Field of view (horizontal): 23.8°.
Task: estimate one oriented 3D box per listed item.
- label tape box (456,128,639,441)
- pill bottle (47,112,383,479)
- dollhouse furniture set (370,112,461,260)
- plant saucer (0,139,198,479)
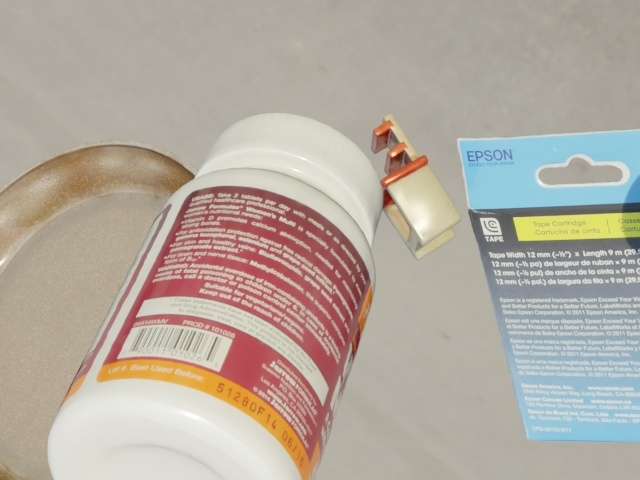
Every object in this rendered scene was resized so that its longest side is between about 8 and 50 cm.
[{"bbox_3d":[0.297,0.032,1.503,0.249,0.115,0.348,-2,116,30],"label":"label tape box"},{"bbox_3d":[-0.041,0.042,0.752,0.121,0.221,0.121,10,134,11],"label":"pill bottle"},{"bbox_3d":[0.000,0.000,1.551,0.135,0.259,0.262,56,172,11],"label":"dollhouse furniture set"},{"bbox_3d":[-0.185,0.072,1.193,0.310,0.311,0.050,22,171,35],"label":"plant saucer"}]
